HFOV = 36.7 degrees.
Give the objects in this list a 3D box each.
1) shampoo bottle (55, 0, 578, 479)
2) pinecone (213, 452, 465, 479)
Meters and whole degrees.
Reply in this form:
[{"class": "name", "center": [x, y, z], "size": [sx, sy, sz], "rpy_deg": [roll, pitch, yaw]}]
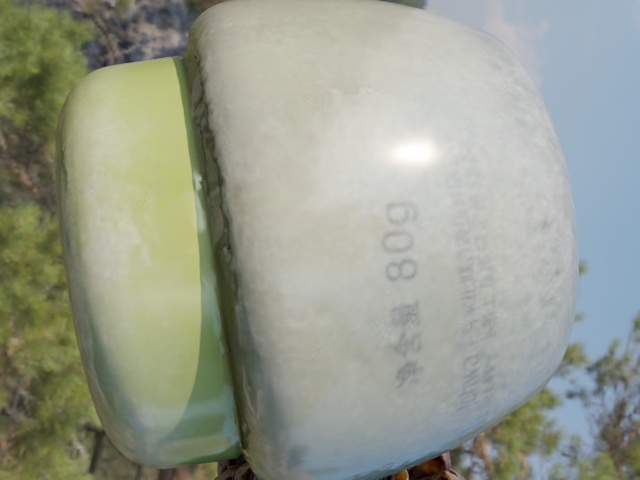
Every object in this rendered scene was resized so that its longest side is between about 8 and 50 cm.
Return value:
[{"class": "shampoo bottle", "center": [0.000, 0.000, 0.641], "size": [0.322, 0.317, 0.322], "rpy_deg": [172, -90, -86]}, {"class": "pinecone", "center": [0.030, 0.273, 0.848], "size": [0.264, 0.264, 0.264], "rpy_deg": [-167, -90, -89]}]
